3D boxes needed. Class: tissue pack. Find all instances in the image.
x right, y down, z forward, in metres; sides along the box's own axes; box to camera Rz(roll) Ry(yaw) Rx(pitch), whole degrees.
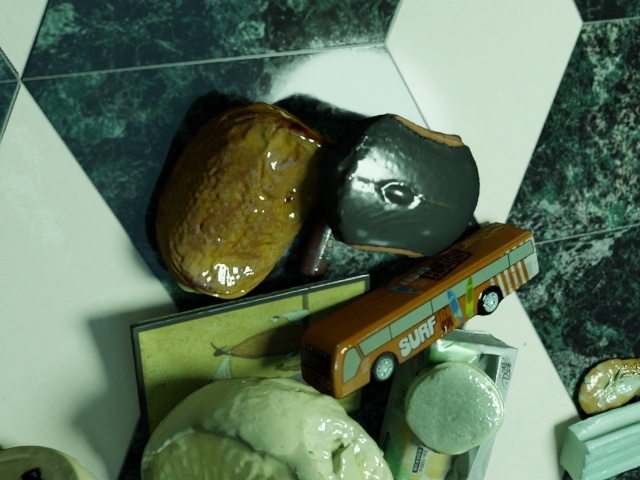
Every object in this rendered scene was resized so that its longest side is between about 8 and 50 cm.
[{"bbox_3d":[0.197,0.256,1.487,0.159,0.145,0.230,10,98,-23],"label":"tissue pack"}]

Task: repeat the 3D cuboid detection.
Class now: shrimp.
[{"bbox_3d":[0.512,0.233,1.665,0.184,0.043,0.091,-22,106,-15],"label":"shrimp"}]

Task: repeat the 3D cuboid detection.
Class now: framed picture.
[{"bbox_3d":[-0.088,0.183,1.388,0.338,0.014,0.255,-11,124,-19],"label":"framed picture"}]

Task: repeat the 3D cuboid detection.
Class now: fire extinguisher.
[{"bbox_3d":[0.000,0.000,1.404,0.064,0.043,0.158,6,105,-66],"label":"fire extinguisher"}]

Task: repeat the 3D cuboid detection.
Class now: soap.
[{"bbox_3d":[0.504,0.332,1.658,0.198,0.063,0.115,-13,131,-20],"label":"soap"}]

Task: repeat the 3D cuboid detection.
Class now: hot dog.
[{"bbox_3d":[-0.101,-0.051,1.310,0.196,0.122,0.272,25,108,-25],"label":"hot dog"}]

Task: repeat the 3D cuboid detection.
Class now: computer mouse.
[{"bbox_3d":[0.125,-0.067,1.336,0.323,0.116,0.183,6,105,-53],"label":"computer mouse"}]

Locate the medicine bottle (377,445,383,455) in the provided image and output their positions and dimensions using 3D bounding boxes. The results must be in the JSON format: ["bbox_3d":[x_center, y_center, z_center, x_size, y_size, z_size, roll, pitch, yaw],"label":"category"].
[{"bbox_3d":[0.014,0.402,1.481,0.121,0.083,0.229,28,92,-18],"label":"medicine bottle"}]

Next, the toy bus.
[{"bbox_3d":[0.147,0.093,1.405,0.408,0.093,0.092,-28,120,-31],"label":"toy bus"}]

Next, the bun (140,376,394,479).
[{"bbox_3d":[-0.050,0.325,1.326,0.202,0.364,0.364,-49,122,-47],"label":"bun"}]

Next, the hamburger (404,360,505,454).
[{"bbox_3d":[0.186,0.234,1.400,0.140,0.062,0.133,-35,91,10],"label":"hamburger"}]

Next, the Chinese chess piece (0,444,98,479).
[{"bbox_3d":[-0.381,0.376,1.221,0.257,0.257,0.104,-32,131,-12],"label":"Chinese chess piece"}]
